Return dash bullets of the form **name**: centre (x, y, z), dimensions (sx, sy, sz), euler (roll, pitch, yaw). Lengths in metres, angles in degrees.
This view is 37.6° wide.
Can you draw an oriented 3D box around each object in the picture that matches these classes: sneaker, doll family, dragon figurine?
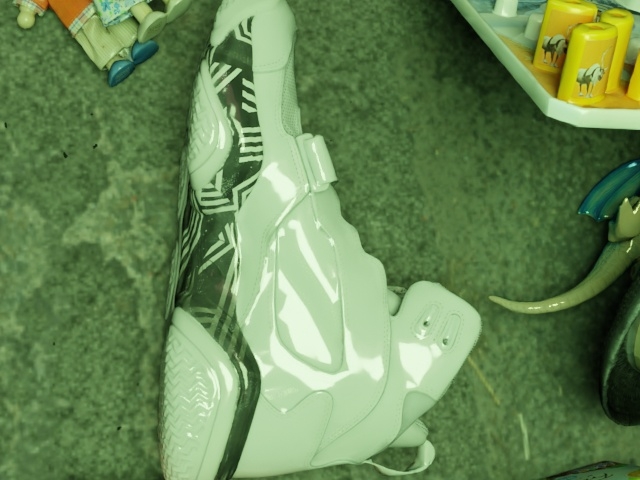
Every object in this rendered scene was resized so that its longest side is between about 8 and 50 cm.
- **sneaker**: centre (0.000, 0.000, 0.685), dimensions (0.210, 0.137, 0.365), euler (6, 86, -12)
- **doll family**: centre (-0.125, -0.254, 0.697), dimensions (0.263, 0.118, 0.163), euler (-40, 91, -13)
- **dragon figurine**: centre (0.270, -0.020, 0.759), dimensions (0.289, 0.144, 0.085), euler (-39, 93, 6)

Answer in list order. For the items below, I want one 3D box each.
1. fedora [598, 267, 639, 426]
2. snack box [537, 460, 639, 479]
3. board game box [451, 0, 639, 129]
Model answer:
- **fedora**: centre (0.355, 0.054, 0.641), dimensions (0.334, 0.334, 0.152), euler (-33, 51, -13)
- **snack box**: centre (0.180, 0.203, 0.706), dimensions (0.141, 0.100, 0.037), euler (-13, 85, -12)
- **board game box**: centre (0.281, -0.181, 0.657), dimensions (0.390, 0.390, 0.050), euler (0, 123, -10)
